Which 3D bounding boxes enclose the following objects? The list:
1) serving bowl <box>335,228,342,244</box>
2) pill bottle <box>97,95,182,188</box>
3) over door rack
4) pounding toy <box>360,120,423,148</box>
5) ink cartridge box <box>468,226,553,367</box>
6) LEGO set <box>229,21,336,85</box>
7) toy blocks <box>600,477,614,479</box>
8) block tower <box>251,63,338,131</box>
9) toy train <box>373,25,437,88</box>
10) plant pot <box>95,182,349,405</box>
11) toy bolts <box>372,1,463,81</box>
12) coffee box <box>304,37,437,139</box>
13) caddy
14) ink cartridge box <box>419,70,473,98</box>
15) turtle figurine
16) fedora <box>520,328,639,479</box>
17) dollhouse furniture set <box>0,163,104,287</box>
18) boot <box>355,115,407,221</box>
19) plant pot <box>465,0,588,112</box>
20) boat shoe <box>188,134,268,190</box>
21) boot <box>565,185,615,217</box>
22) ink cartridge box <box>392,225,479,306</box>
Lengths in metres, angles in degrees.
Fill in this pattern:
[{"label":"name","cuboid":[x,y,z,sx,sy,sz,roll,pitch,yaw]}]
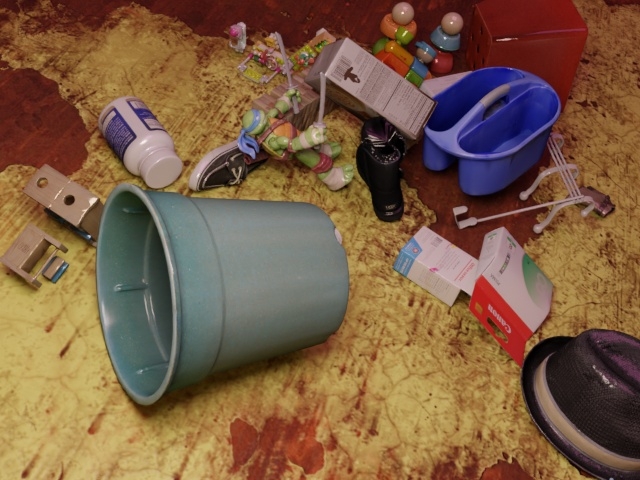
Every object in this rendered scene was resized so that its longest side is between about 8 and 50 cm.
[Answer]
[{"label":"serving bowl","cuboid":[0.000,0.000,1.635,0.083,0.027,0.083,10,45,-10]},{"label":"pill bottle","cuboid":[-0.364,-0.197,1.643,0.112,0.112,0.187,-20,57,-33]},{"label":"over door rack","cuboid":[0.437,-0.130,1.869,0.324,0.108,0.240,-6,48,-5]},{"label":"pounding toy","cuboid":[0.157,-0.339,1.911,0.206,0.094,0.181,40,41,-19]},{"label":"ink cartridge box","cuboid":[0.378,0.108,1.584,0.181,0.056,0.225,46,39,-19]},{"label":"LEGO set","cuboid":[-0.101,-0.443,1.956,0.286,0.132,0.107,13,45,27]},{"label":"toy blocks","cuboid":[0.517,0.474,1.334,0.123,0.054,0.148,16,44,-2]},{"label":"block tower","cuboid":[-0.033,-0.337,1.905,0.097,0.091,0.335,36,46,16]},{"label":"toy train","cuboid":[0.173,-0.469,1.993,0.248,0.143,0.105,30,9,-35]},{"label":"plant pot","cuboid":[-0.156,0.069,1.327,0.334,0.341,0.341,-6,49,-34]},{"label":"toy bolts","cuboid":[0.284,-0.525,2.145,0.228,0.159,0.218,-5,49,-23]},{"label":"coffee box","cuboid":[0.106,-0.320,1.731,0.246,0.098,0.141,31,-4,-20]},{"label":"caddy","cuboid":[0.377,-0.262,1.797,0.341,0.179,0.241,-36,56,-27]},{"label":"ink cartridge box","cuboid":[0.379,-0.333,2.075,0.189,0.066,0.232,-17,63,-32]},{"label":"turtle figurine","cuboid":[-0.018,-0.243,1.681,0.197,0.266,0.275,18,78,44]},{"label":"fedora","cuboid":[0.539,0.276,1.463,0.333,0.153,0.334,9,45,-9]},{"label":"dollhouse furniture set","cuboid":[-0.484,-0.014,1.445,0.128,0.129,0.184,31,75,13]},{"label":"boot","cuboid":[0.129,-0.192,1.729,0.094,0.207,0.247,-9,49,-1]},{"label":"plant pot","cuboid":[0.535,-0.522,2.173,0.235,0.267,0.267,-3,48,-7]},{"label":"boat shoe","cuboid":[-0.186,-0.157,1.689,0.070,0.078,0.219,34,45,16]},{"label":"boot","cuboid":[0.654,-0.090,1.935,0.118,0.042,0.087,-20,59,-33]},{"label":"ink cartridge box","cuboid":[0.253,0.061,1.637,0.181,0.062,0.104,34,45,15]}]
